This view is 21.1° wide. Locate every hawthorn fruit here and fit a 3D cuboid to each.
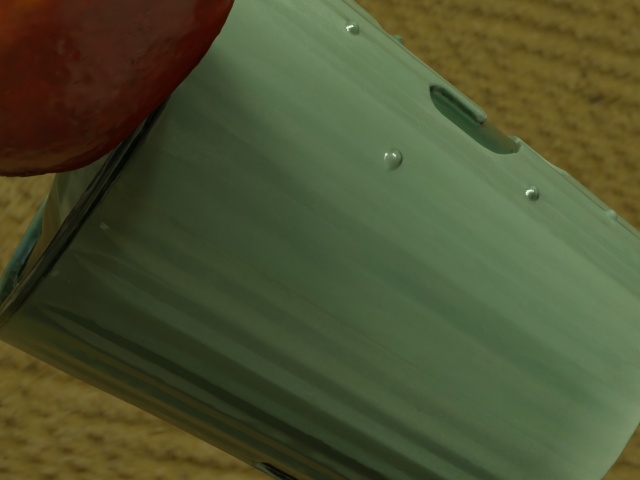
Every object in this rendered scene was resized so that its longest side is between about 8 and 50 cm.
[{"bbox_3d":[-0.126,-0.162,0.808,0.211,0.299,0.211,21,45,-23],"label":"hawthorn fruit"}]

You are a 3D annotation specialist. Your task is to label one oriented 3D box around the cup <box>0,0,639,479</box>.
[{"bbox_3d":[0.013,-0.013,1.168,0.392,0.310,0.401,33,39,-12],"label":"cup"}]
